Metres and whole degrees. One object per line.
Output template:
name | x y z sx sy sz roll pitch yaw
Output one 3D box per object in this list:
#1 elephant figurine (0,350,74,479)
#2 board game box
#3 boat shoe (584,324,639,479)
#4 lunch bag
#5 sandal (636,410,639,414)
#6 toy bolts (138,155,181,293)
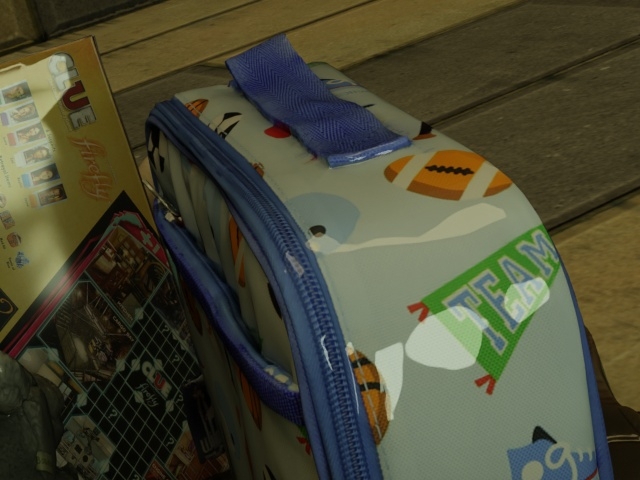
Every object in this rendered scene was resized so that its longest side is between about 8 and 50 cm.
elephant figurine | -0.232 0.128 0.605 0.239 0.186 0.169 -5 9 -4
board game box | -0.158 0.034 0.721 0.165 0.243 0.042 -20 10 -14
boat shoe | 0.106 0.091 0.622 0.068 0.072 0.190 -19 28 -2
lunch bag | 0.008 0.049 0.554 0.115 0.243 0.303 -19 20 -11
sandal | 0.188 0.093 0.604 0.067 0.040 0.179 -30 24 -38
toy bolts | 0.000 0.000 0.831 0.229 0.158 0.218 -6 21 25
